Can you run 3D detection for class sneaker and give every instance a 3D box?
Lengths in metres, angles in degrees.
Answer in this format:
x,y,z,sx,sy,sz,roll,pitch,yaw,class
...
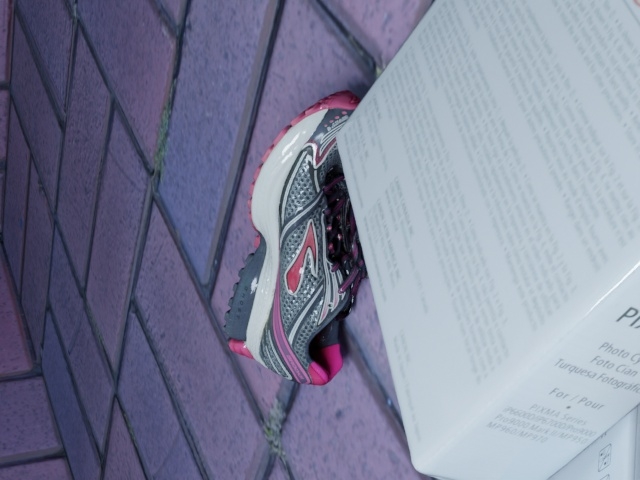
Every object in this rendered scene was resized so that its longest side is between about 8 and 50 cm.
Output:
x,y,z,sx,sy,sz,roll,pitch,yaw,class
0.000,0.000,0.923,0.112,0.121,0.299,27,123,24,sneaker

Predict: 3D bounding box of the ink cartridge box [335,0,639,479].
x,y,z,sx,sy,sz,roll,pitch,yaw,class
0.162,-0.086,0.559,0.385,0.091,0.308,-50,33,33,ink cartridge box

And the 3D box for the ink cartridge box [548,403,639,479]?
x,y,z,sx,sy,sz,roll,pitch,yaw,class
0.146,0.161,0.609,0.224,0.045,0.223,126,165,-52,ink cartridge box
